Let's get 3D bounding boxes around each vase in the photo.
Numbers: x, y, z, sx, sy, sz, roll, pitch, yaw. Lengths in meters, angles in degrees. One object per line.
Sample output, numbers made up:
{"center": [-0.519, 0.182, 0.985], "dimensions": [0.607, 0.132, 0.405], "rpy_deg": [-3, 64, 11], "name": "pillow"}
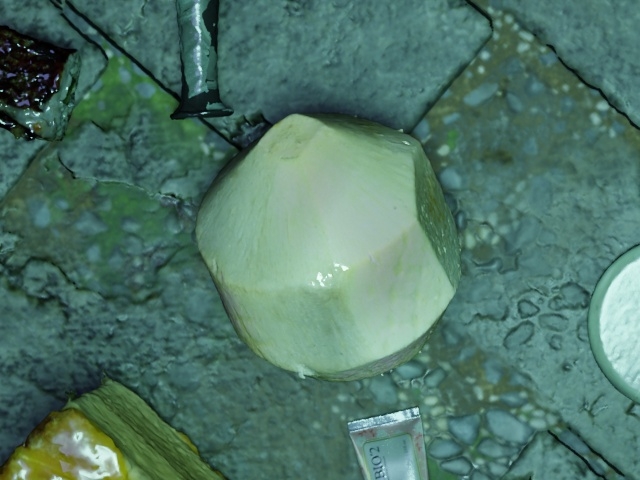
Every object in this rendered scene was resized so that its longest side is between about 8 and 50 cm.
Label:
{"center": [-0.108, -0.191, 1.395], "dimensions": [0.059, 0.059, 0.167], "rpy_deg": [-1, 94, 6], "name": "vase"}

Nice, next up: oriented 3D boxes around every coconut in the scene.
{"center": [0.000, 0.000, 1.324], "dimensions": [0.237, 0.237, 0.197], "rpy_deg": [44, 65, 1], "name": "coconut"}

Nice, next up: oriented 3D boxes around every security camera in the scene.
{"center": [0.333, 0.007, 1.359], "dimensions": [0.157, 0.080, 0.302], "rpy_deg": [17, 98, 4], "name": "security camera"}

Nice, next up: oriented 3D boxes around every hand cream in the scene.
{"center": [0.080, 0.259, 1.417], "dimensions": [0.067, 0.043, 0.210], "rpy_deg": [-14, 87, 6], "name": "hand cream"}

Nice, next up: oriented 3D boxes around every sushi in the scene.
{"center": [-0.259, -0.136, 1.393], "dimensions": [0.084, 0.098, 0.094], "rpy_deg": [17, 90, 2], "name": "sushi"}

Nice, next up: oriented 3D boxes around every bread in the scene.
{"center": [-0.193, 0.307, 1.362], "dimensions": [0.279, 0.207, 0.279], "rpy_deg": [40, 96, 1], "name": "bread"}
